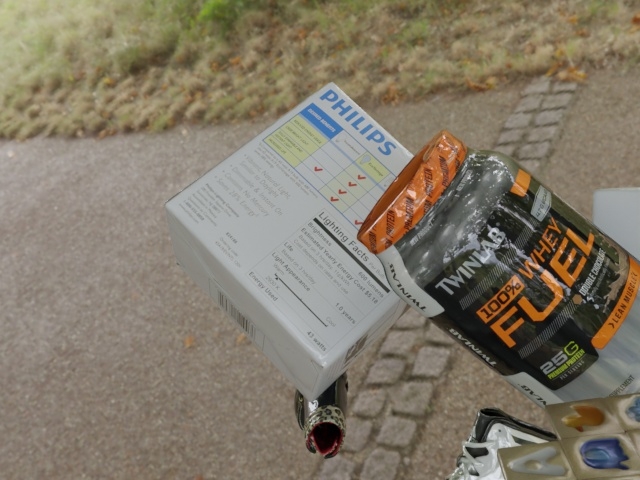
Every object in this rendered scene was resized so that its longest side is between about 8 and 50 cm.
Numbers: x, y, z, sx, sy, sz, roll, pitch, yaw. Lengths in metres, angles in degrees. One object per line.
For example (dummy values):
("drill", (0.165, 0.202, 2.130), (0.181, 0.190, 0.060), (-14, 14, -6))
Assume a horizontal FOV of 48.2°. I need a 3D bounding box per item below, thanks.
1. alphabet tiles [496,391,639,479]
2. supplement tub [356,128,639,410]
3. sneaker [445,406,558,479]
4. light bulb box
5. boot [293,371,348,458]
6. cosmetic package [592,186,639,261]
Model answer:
("alphabet tiles", (0.323, 0.194, 0.551), (0.342, 0.011, 0.285), (-9, 19, 5))
("supplement tub", (0.222, 0.038, 0.831), (0.207, 0.338, 0.207), (-52, 4, 5))
("sneaker", (0.265, 0.458, 1.385), (0.447, 0.257, 0.169), (-9, 0, 0))
("light bulb box", (0.000, 0.000, 1.187), (0.361, 0.358, 0.225), (-40, -15, -22))
("boot", (-0.004, 0.314, 1.264), (0.178, 0.085, 0.236), (-83, 9, -52))
("cosmetic package", (0.600, 0.086, 1.033), (0.329, 0.327, 0.393), (4, 6, 34))
